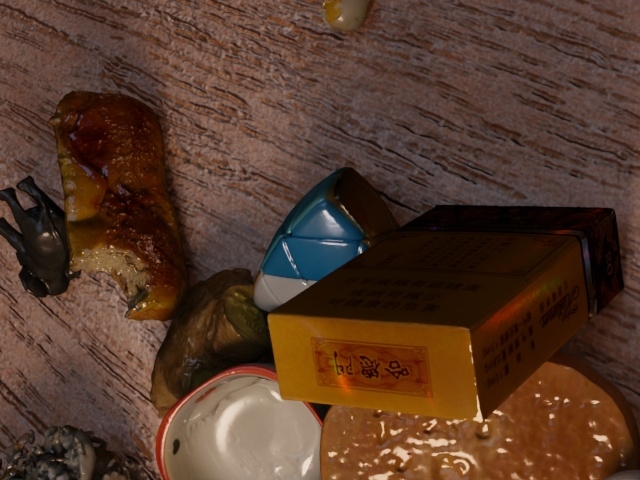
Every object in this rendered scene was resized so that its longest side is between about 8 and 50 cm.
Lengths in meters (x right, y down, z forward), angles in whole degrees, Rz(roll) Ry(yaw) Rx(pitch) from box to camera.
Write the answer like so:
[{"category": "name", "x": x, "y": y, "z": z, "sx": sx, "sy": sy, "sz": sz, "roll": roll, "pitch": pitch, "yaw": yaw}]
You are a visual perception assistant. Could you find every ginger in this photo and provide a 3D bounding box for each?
[{"category": "ginger", "x": -0.175, "y": 0.157, "z": 1.943, "sx": 0.270, "sy": 0.123, "sz": 0.219, "roll": -42, "pitch": 33, "yaw": 26}]

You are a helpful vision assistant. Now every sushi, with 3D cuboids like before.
[{"category": "sushi", "x": -0.387, "y": 0.467, "z": 1.955, "sx": 0.417, "sy": 0.175, "sz": 0.418, "roll": -14, "pitch": 67, "yaw": 38}]

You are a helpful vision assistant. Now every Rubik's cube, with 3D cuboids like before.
[{"category": "Rubik's cube", "x": 0.000, "y": 0.000, "z": 1.849, "sx": 0.254, "sy": 0.254, "sz": 0.255, "roll": -11, "pitch": 69, "yaw": 30}]

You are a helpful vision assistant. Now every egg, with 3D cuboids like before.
[{"category": "egg", "x": 0.041, "y": -0.350, "z": 1.992, "sx": 0.071, "sy": 0.071, "sz": 0.083, "roll": 21, "pitch": 85, "yaw": 36}]

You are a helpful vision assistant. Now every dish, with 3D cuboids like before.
[{"category": "dish", "x": -0.084, "y": 0.283, "z": 1.817, "sx": 0.256, "sy": 0.117, "sz": 0.256, "roll": 1, "pitch": 95, "yaw": 13}]

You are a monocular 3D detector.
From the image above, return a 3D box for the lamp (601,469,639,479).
[{"category": "lamp", "x": 0.386, "y": 0.368, "z": 1.498, "sx": 0.179, "sy": 0.108, "sz": 0.246, "roll": -35, "pitch": 81, "yaw": 5}]

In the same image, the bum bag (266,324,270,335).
[{"category": "bum bag", "x": 0.087, "y": 0.155, "z": 1.765, "sx": 0.340, "sy": 0.144, "sz": 0.095, "roll": 0, "pitch": 54, "yaw": 34}]

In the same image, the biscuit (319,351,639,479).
[{"category": "biscuit", "x": 0.190, "y": 0.300, "z": 1.618, "sx": 0.385, "sy": 0.062, "sz": 0.365, "roll": -2, "pitch": 91, "yaw": 15}]

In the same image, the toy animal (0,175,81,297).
[{"category": "toy animal", "x": -0.454, "y": 0.006, "z": 2.140, "sx": 0.114, "sy": 0.245, "sz": 0.146, "roll": -40, "pitch": 78, "yaw": -17}]

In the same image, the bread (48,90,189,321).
[{"category": "bread", "x": -0.313, "y": -0.055, "z": 2.060, "sx": 0.109, "sy": 0.185, "sz": 0.380, "roll": -42, "pitch": 54, "yaw": 46}]

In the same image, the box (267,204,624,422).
[{"category": "box", "x": 0.162, "y": 0.068, "z": 1.583, "sx": 0.264, "sy": 0.415, "sz": 0.116, "roll": 1, "pitch": 108, "yaw": 33}]
